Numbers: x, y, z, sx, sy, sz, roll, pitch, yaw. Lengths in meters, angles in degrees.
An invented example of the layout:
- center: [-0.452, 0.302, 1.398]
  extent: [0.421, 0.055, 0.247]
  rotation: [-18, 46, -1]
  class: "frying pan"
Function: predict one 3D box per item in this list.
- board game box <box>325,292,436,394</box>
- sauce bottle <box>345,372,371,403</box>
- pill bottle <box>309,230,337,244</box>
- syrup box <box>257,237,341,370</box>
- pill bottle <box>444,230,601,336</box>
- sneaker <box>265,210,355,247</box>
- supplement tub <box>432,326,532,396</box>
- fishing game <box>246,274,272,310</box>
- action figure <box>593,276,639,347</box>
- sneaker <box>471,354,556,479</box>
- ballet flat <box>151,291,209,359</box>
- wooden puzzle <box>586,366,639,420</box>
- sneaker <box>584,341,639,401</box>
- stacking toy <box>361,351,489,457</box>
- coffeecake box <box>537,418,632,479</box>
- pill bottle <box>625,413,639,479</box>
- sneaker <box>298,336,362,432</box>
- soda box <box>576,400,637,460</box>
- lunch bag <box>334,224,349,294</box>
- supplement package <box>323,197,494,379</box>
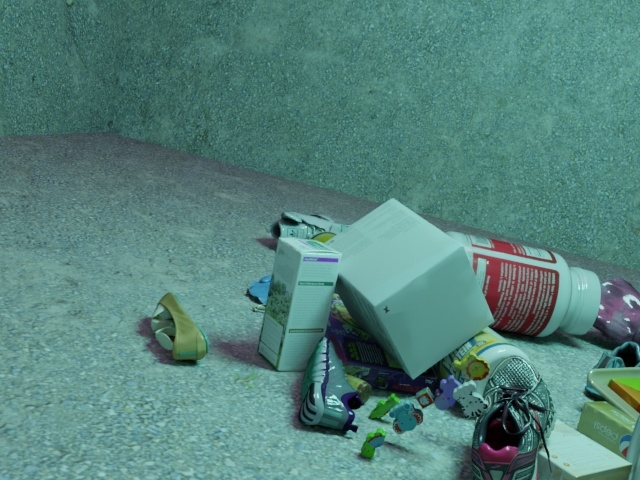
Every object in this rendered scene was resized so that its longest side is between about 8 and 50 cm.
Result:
- center: [0.099, 0.204, 1.649]
  extent: [0.208, 0.056, 0.347]
  rotation: [15, 17, -10]
  class: "board game box"
- center: [0.031, 0.254, 1.439]
  extent: [0.128, 0.042, 0.042]
  rotation: [17, 12, 37]
  class: "sauce bottle"
- center: [0.030, 0.054, 2.154]
  extent: [0.119, 0.119, 0.208]
  rotation: [10, 12, -12]
  class: "pill bottle"
- center: [-0.041, 0.120, 1.508]
  extent: [0.096, 0.236, 0.093]
  rotation: [5, 14, -33]
  class: "syrup box"
- center: [0.493, 0.123, 2.058]
  extent: [0.408, 0.228, 0.229]
  rotation: [12, 12, -7]
  class: "pill bottle"
- center: [0.000, 0.000, 2.350]
  extent: [0.210, 0.137, 0.366]
  rotation: [2, 11, -37]
  class: "sneaker"
- center: [0.301, 0.237, 1.541]
  extent: [0.144, 0.144, 0.200]
  rotation: [8, 13, -23]
  class: "supplement tub"
- center: [-0.081, 0.129, 1.902]
  extent: [0.189, 0.041, 0.264]
  rotation: [5, 18, 2]
  class: "fishing game"
- center: [0.848, 0.257, 2.082]
  extent: [0.370, 0.248, 0.275]
  rotation: [42, -13, 43]
  class: "action figure"
- center: [0.295, 0.272, 1.214]
  extent: [0.121, 0.112, 0.299]
  rotation: [-3, 28, 18]
  class: "sneaker"
- center: [-0.279, 0.157, 1.490]
  extent: [0.073, 0.080, 0.232]
  rotation: [-10, 20, -25]
  class: "ballet flat"
- center: [0.678, 0.333, 1.582]
  extent: [0.221, 0.044, 0.238]
  rotation: [4, 31, -33]
  class: "wooden puzzle"
- center: [0.697, 0.287, 1.761]
  extent: [0.262, 0.125, 0.104]
  rotation: [2, 16, -41]
  class: "sneaker"
- center: [0.169, 0.265, 1.270]
  extent: [0.221, 0.052, 0.167]
  rotation: [-31, 2, 14]
  class: "stacking toy"
- center: [0.375, 0.350, 1.284]
  extent: [0.142, 0.068, 0.185]
  rotation: [2, 16, -35]
  class: "coffeecake box"
- center: [0.639, 0.369, 1.249]
  extent: [0.283, 0.160, 0.160]
  rotation: [16, 13, 15]
  class: "pill bottle"
- center: [0.022, 0.252, 1.367]
  extent: [0.098, 0.083, 0.223]
  rotation: [22, 26, -6]
  class: "sneaker"
- center: [0.556, 0.358, 1.448]
  extent: [0.058, 0.061, 0.181]
  rotation: [5, 14, -30]
  class: "soda box"
- center: [0.136, 0.105, 1.928]
  extent: [0.224, 0.160, 0.262]
  rotation: [14, 38, -12]
  class: "lunch bag"
- center: [0.157, 0.085, 1.539]
  extent: [0.199, 0.198, 0.263]
  rotation: [-34, 32, -9]
  class: "supplement package"
